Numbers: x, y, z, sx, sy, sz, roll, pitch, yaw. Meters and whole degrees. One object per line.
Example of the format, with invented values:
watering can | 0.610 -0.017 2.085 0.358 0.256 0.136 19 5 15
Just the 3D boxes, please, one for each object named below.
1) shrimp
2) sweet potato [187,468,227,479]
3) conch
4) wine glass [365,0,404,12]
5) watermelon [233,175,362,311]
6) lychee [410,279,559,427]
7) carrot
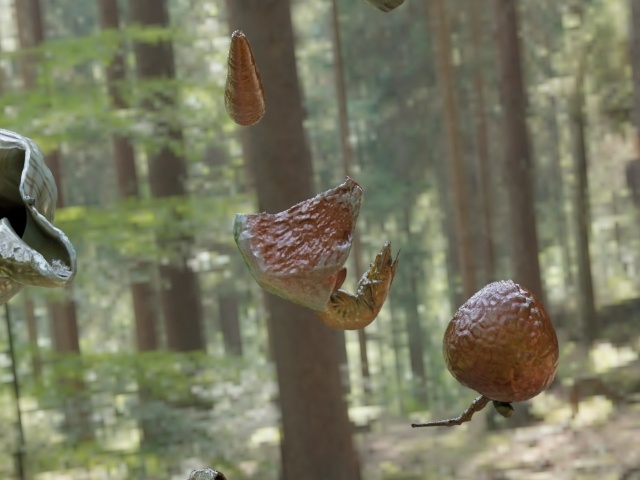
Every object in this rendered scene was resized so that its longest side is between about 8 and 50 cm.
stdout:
shrimp | 0.044 0.054 2.089 0.095 0.162 0.045 17 40 -7
sweet potato | -0.079 0.351 1.759 0.085 0.286 0.112 -20 39 18
conch | -0.301 -0.007 1.404 0.386 0.203 0.169 15 -18 34
wine glass | 0.011 -0.259 1.392 0.155 0.073 0.073 26 -10 -24
watermelon | 0.006 0.010 1.718 0.158 0.098 0.121 -21 -30 28
lychee | 0.154 0.102 1.433 0.114 0.140 0.101 18 41 22
carrot | -0.081 -0.170 1.695 0.048 0.048 0.216 -6 -16 -2
